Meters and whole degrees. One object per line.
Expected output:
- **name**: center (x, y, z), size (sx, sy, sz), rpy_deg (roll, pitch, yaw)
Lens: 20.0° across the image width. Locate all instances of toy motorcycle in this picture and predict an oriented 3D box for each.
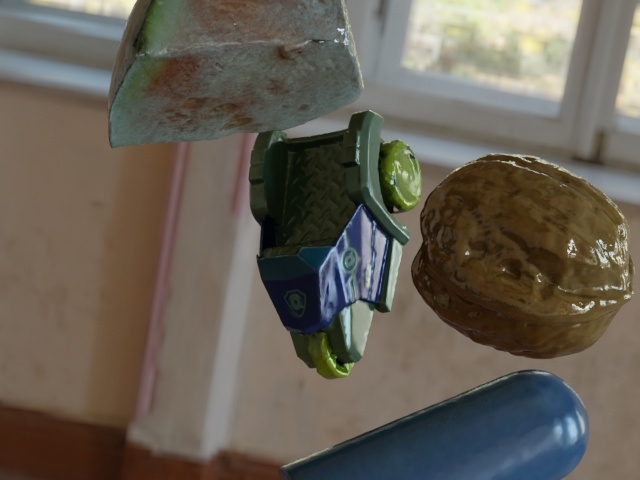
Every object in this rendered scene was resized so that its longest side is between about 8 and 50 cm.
- **toy motorcycle**: center (0.000, 0.000, 2.300), size (0.191, 0.326, 0.200), rpy_deg (-10, -30, 28)

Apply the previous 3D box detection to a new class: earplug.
- **earplug**: center (0.113, 0.203, 1.612), size (0.273, 0.132, 0.132), rpy_deg (-25, 21, -9)

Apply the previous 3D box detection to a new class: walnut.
- **walnut**: center (0.237, 0.019, 2.072), size (0.257, 0.224, 0.257), rpy_deg (6, 32, -4)

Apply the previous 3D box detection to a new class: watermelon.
- **watermelon**: center (-0.062, -0.233, 1.984), size (0.258, 0.387, 0.228), rpy_deg (39, -27, -1)
